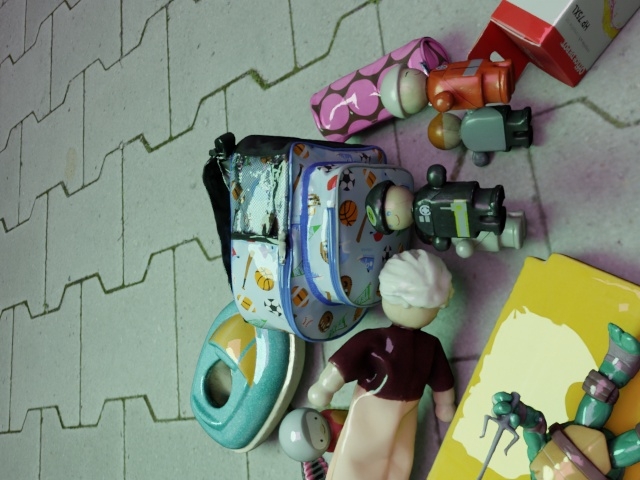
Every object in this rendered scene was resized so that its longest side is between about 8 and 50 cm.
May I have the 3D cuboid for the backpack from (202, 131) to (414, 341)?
[{"bbox_3d":[0.000,0.000,0.764,0.213,0.276,0.264,17,105,40],"label":"backpack"}]

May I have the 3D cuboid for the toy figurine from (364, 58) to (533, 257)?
[{"bbox_3d":[0.154,-0.088,0.664,0.148,0.209,0.213,2,84,28],"label":"toy figurine"}]

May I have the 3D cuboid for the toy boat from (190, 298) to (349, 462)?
[{"bbox_3d":[-0.081,0.213,0.845,0.318,0.148,0.268,24,98,40],"label":"toy boat"}]

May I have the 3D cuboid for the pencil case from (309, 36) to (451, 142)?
[{"bbox_3d":[0.085,-0.208,0.826,0.209,0.095,0.098,-18,86,39],"label":"pencil case"}]

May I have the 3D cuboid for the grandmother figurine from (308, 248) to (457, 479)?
[{"bbox_3d":[0.079,0.177,0.688,0.104,0.207,0.343,20,97,52],"label":"grandmother figurine"}]

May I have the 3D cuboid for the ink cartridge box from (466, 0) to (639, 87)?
[{"bbox_3d":[0.283,-0.267,0.638,0.078,0.134,0.231,48,113,34],"label":"ink cartridge box"}]

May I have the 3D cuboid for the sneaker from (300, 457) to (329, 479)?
[{"bbox_3d":[-0.007,0.372,0.827,0.057,0.047,0.119,-45,55,38],"label":"sneaker"}]

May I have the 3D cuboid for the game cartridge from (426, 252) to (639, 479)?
[{"bbox_3d":[0.286,0.203,0.591,0.285,0.052,0.324,31,103,42],"label":"game cartridge"}]

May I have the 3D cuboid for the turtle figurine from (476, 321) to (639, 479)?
[{"bbox_3d":[0.235,0.200,0.525,0.175,0.118,0.234,44,98,23],"label":"turtle figurine"}]
